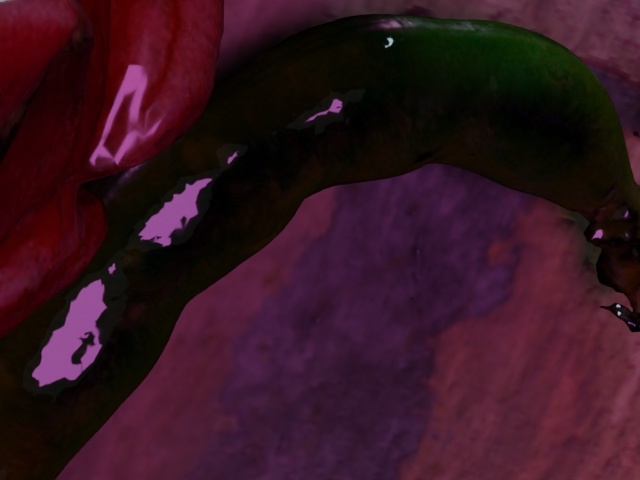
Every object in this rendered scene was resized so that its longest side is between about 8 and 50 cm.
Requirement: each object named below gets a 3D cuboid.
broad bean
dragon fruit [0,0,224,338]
[{"bbox_3d":[0.000,0.000,0.583,0.292,0.049,0.144,-17,115,-25],"label":"broad bean"},{"bbox_3d":[-0.116,-0.063,0.376,0.234,0.293,0.234,29,48,-39],"label":"dragon fruit"}]
